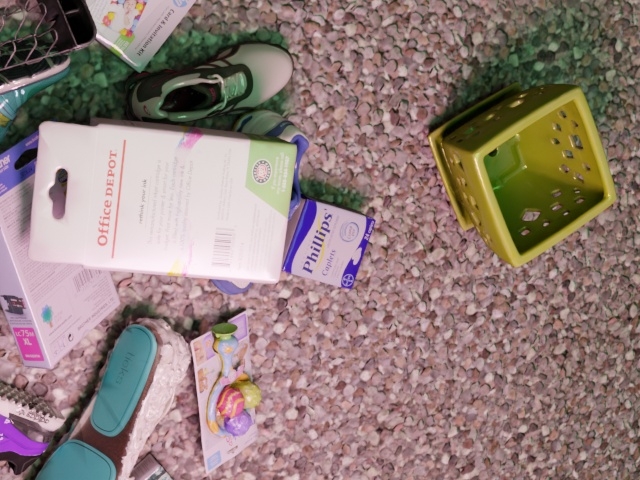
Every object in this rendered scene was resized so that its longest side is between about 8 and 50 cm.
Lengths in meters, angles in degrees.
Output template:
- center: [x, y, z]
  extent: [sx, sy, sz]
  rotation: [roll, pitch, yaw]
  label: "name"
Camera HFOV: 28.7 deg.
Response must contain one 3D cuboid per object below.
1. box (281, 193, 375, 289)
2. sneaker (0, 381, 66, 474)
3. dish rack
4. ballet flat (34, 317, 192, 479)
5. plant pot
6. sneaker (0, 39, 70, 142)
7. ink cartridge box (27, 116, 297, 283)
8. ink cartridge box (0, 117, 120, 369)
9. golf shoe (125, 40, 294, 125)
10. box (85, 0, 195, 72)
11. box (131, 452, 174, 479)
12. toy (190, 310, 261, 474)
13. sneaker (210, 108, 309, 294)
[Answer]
- center: [0.000, 0.000, 2.024]
  extent: [0.137, 0.072, 0.126]
  rotation: [15, 98, -29]
  label: "box"
- center: [-0.528, 0.266, 1.826]
  extent: [0.293, 0.102, 0.146]
  rotation: [30, 92, -30]
  label: "sneaker"
- center: [-0.452, -0.311, 1.633]
  extent: [0.271, 0.074, 0.208]
  rotation: [-24, 90, -35]
  label: "dish rack"
- center: [-0.314, 0.313, 1.939]
  extent: [0.147, 0.147, 0.409]
  rotation: [29, 92, -30]
  label: "ballet flat"
- center: [0.318, -0.125, 2.065]
  extent: [0.228, 0.207, 0.227]
  rotation: [-32, 116, -14]
  label: "plant pot"
- center: [-0.467, -0.185, 1.736]
  extent: [0.275, 0.107, 0.110]
  rotation: [-33, 137, -9]
  label: "sneaker"
- center: [-0.227, -0.061, 1.763]
  extent: [0.353, 0.119, 0.207]
  rotation: [6, 99, -16]
  label: "ink cartridge box"
- center: [-0.397, 0.002, 1.780]
  extent: [0.186, 0.065, 0.311]
  rotation: [-48, 132, -52]
  label: "ink cartridge box"
- center: [-0.150, -0.221, 1.855]
  extent: [0.273, 0.120, 0.105]
  rotation: [-20, 112, -21]
  label: "golf shoe"
- center: [-0.289, -0.353, 1.790]
  extent: [0.186, 0.038, 0.145]
  rotation: [39, 87, -31]
  label: "box"
- center: [-0.273, 0.537, 2.064]
  extent: [0.232, 0.058, 0.322]
  rotation: [-40, 120, -10]
  label: "box"
- center: [-0.136, 0.247, 2.010]
  extent: [0.137, 0.056, 0.237]
  rotation: [-28, 118, -47]
  label: "toy"
- center: [-0.099, -0.048, 1.919]
  extent: [0.112, 0.131, 0.296]
  rotation: [0, 108, -40]
  label: "sneaker"
